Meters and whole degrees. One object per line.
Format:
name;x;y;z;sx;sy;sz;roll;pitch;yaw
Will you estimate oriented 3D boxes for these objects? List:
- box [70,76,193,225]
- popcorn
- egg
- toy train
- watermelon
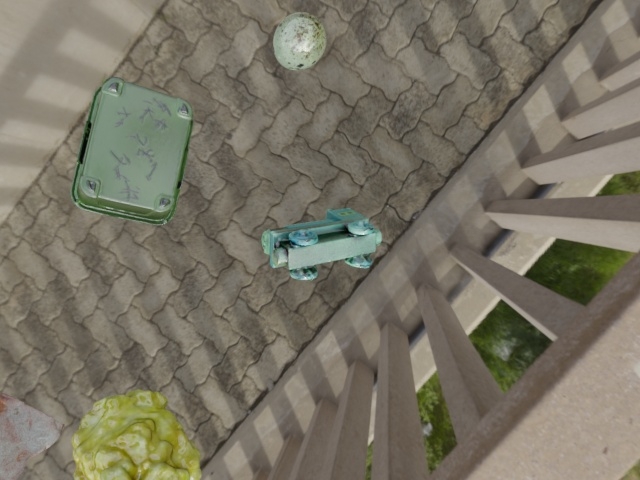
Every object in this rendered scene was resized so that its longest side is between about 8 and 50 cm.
box;-0.448;-0.218;1.117;0.252;0.177;0.329;12;83;-23
popcorn;-0.354;0.439;0.880;0.235;0.250;0.242;-41;124;-16
egg;-0.037;-0.329;0.764;0.085;0.110;0.085;1;88;-24
toy train;0.000;0.000;1.157;0.298;0.194;0.120;-10;115;-28
watermelon;-0.523;0.300;0.705;0.207;0.136;0.202;-2;136;41
